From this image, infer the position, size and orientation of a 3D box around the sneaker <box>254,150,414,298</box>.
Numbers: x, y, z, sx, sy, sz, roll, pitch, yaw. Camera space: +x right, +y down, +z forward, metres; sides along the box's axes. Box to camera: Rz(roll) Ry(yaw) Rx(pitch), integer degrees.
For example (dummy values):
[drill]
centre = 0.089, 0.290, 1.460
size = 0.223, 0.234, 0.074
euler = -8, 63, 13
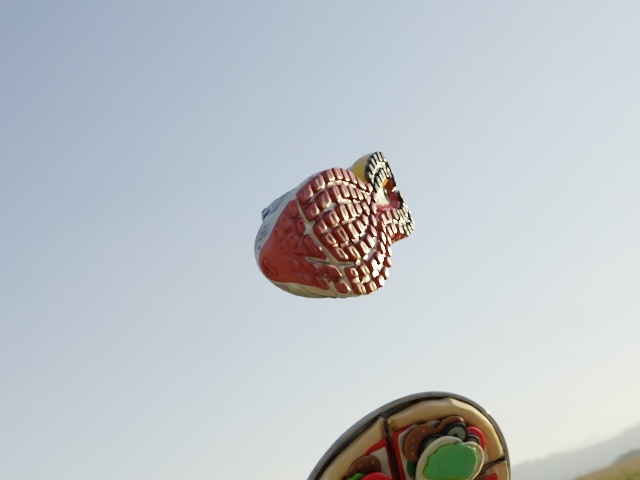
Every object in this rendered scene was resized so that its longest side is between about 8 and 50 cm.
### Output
[sneaker]
centre = 0.000, 0.000, 0.765
size = 0.093, 0.088, 0.225
euler = -23, 2, 19

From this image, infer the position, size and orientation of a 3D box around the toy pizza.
[toy pizza]
centre = 0.065, 0.206, 0.787
size = 0.201, 0.201, 0.032
euler = -9, 20, -30
